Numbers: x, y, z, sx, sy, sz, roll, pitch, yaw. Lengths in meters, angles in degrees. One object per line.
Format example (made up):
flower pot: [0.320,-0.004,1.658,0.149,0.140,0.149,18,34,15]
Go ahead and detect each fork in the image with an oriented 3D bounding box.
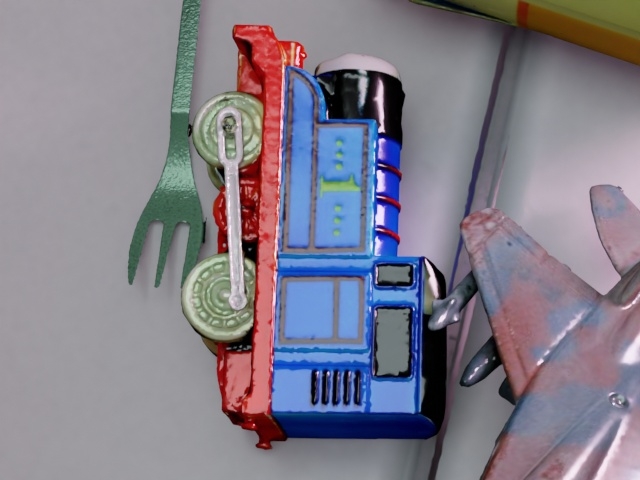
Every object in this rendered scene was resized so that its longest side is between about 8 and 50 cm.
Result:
fork: [-0.071,-0.084,1.014,0.039,0.021,0.235,5,72,4]

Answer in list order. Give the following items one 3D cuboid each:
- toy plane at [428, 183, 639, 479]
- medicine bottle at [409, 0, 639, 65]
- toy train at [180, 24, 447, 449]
toy plane: [0.115,0.100,0.856,0.223,0.104,0.326,37,56,10]
medicine bottle: [0.132,-0.160,0.965,0.239,0.124,0.124,19,76,12]
toy train: [0.000,0.000,0.948,0.131,0.083,0.204,0,75,6]
